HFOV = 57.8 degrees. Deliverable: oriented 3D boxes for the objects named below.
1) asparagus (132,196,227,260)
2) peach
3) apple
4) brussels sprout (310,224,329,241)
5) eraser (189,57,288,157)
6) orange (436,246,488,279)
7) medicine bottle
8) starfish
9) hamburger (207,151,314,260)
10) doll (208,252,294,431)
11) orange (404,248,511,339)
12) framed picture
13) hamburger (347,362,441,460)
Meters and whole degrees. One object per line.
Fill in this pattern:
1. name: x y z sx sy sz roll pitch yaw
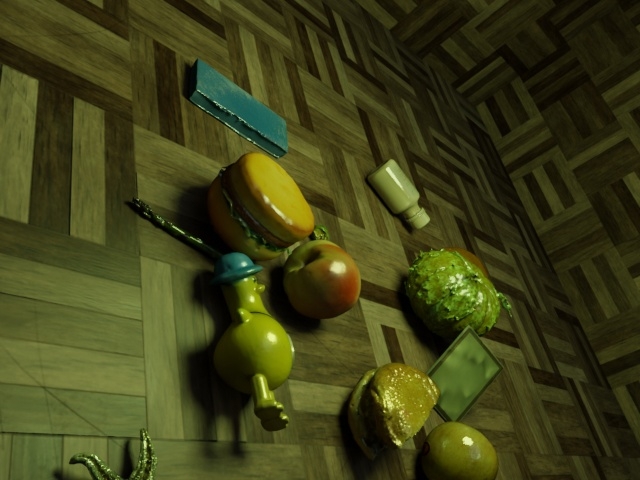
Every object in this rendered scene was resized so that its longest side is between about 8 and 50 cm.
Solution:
1. asparagus: -0.271 -0.013 1.159 0.249 0.024 0.025 35 29 -29
2. peach: 0.006 0.091 1.313 0.184 0.184 0.184 35 36 -31
3. apple: 0.321 0.515 1.353 0.182 0.182 0.155 45 61 -17
4. brussels sprout: 0.001 0.001 1.521 0.051 0.046 0.083 20 55 -51
5. eraser: -0.213 -0.346 1.549 0.312 0.043 0.144 30 38 -37
6. orange: 0.481 0.125 1.962 0.237 0.159 0.179 65 15 19
7. medicine bottle: 0.275 -0.150 1.980 0.252 0.114 0.114 51 30 -7
8. starfish: -0.252 0.345 0.807 0.208 0.053 0.175 38 34 -33
9. hamburger: -0.139 -0.062 1.253 0.246 0.170 0.246 46 19 -21
10. doll: -0.133 0.176 1.088 0.199 0.145 0.362 82 -9 -50
11. orange: 0.382 0.170 1.716 0.301 0.223 0.300 14 32 -49
12. framed picture: 0.381 0.370 1.577 0.231 0.010 0.173 -43 101 -16
13. hamburger: 0.150 0.355 1.289 0.156 0.144 0.283 49 28 9
